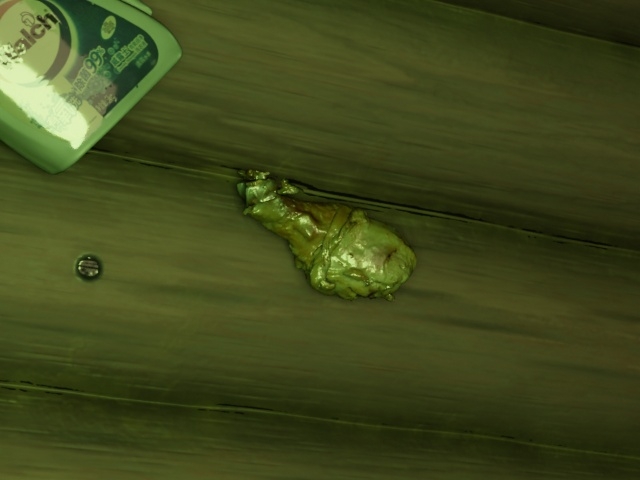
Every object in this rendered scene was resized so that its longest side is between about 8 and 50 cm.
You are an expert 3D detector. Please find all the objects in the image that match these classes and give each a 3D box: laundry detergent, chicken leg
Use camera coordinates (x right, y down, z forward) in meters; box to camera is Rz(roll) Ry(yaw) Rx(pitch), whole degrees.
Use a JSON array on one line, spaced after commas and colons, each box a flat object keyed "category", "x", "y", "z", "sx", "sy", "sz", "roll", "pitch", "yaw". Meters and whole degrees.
[{"category": "laundry detergent", "x": -0.294, "y": -0.224, "z": 1.304, "sx": 0.280, "sy": 0.105, "sz": 0.215, "roll": 47, "pitch": 71, "yaw": -12}, {"category": "chicken leg", "x": 0.000, "y": 0.000, "z": 1.425, "sx": 0.228, "sy": 0.088, "sz": 0.103, "roll": 26, "pitch": 90, "yaw": -23}]
